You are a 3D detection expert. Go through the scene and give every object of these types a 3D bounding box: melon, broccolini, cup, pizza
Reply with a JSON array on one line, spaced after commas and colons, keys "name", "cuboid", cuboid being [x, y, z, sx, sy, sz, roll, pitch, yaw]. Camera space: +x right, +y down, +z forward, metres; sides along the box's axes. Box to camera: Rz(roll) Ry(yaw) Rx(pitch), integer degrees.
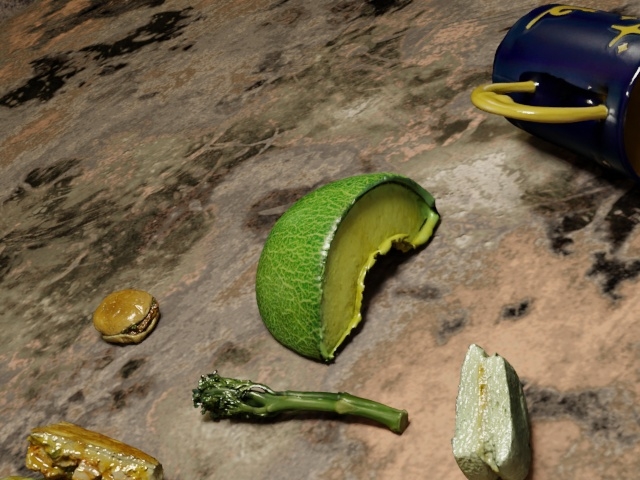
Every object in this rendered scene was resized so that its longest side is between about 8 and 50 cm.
[{"name": "melon", "cuboid": [0.000, 0.000, 1.118, 0.169, 0.129, 0.265, 4, 42, 41]}, {"name": "broccolini", "cuboid": [-0.022, 0.167, 0.971, 0.239, 0.051, 0.054, 2, 84, 26]}, {"name": "cup", "cuboid": [0.299, -0.190, 1.101, 0.256, 0.255, 0.178, 38, 105, 56]}, {"name": "pizza", "cuboid": [-0.240, 0.218, 0.964, 0.175, 0.134, 0.046, 6, 79, 53]}]

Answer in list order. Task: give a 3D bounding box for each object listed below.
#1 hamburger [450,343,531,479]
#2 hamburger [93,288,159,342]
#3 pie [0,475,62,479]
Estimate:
[{"name": "hamburger", "cuboid": [0.153, 0.155, 0.831, 0.054, 0.084, 0.121, -16, 50, 26]}, {"name": "hamburger", "cuboid": [-0.244, 0.093, 1.210, 0.083, 0.044, 0.076, -4, 36, 32]}, {"name": "pie", "cuboid": [-0.294, 0.304, 0.893, 0.201, 0.090, 0.248, -24, 29, -26]}]
